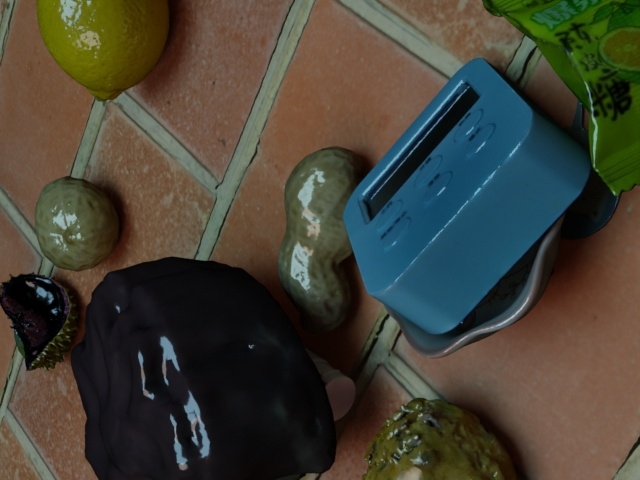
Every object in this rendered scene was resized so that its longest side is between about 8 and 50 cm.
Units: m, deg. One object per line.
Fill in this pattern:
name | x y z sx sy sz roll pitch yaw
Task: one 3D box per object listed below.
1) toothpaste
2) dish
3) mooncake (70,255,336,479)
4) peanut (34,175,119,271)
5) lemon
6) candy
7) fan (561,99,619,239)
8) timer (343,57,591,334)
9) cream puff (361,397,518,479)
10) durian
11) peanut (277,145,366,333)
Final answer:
toothpaste | -0.081 0.139 1.340 0.323 0.066 0.100 27 117 46
dish | 0.169 0.023 1.041 0.229 0.081 0.229 -33 41 34
mooncake | -0.167 0.202 1.271 0.350 0.212 0.381 58 145 32
peanut | -0.377 -0.025 1.591 0.159 0.109 0.140 20 120 47
lemon | -0.302 -0.315 1.449 0.187 0.187 0.244 12 108 44
candy | 0.266 -0.170 0.939 0.149 0.069 0.246 -26 72 -1
fan | 0.252 -0.087 1.031 0.113 0.005 0.175 14 103 44
timer | 0.118 -0.061 1.023 0.232 0.091 0.250 -50 30 14
cream puff | 0.119 0.259 1.098 0.189 0.129 0.189 5 98 42
durian | -0.447 0.139 1.700 0.186 0.119 0.108 54 164 32
peanut | 0.001 0.000 1.233 0.104 0.085 0.228 15 104 25
